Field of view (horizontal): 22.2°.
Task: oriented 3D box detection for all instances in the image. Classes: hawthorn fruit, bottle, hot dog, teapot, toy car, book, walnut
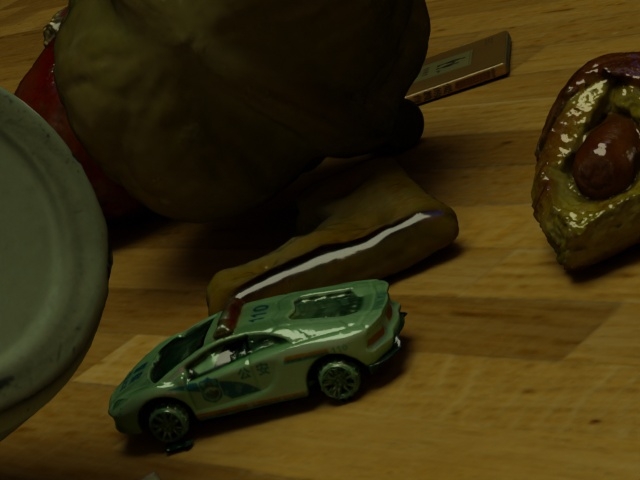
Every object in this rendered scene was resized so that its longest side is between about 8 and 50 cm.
[{"bbox_3d":[-0.185,-0.081,1.373,0.181,0.181,0.235,-11,34,30],"label":"hawthorn fruit"},{"bbox_3d":[-0.278,0.071,0.906,0.229,0.229,0.351,-38,0,-40],"label":"bottle"},{"bbox_3d":[0.199,-0.075,1.009,0.123,0.093,0.261,-10,22,30],"label":"hot dog"},{"bbox_3d":[0.043,-0.099,1.337,0.042,0.043,0.110,-27,17,-17],"label":"teapot"},{"bbox_3d":[-0.042,0.066,0.943,0.186,0.058,0.093,-16,21,15],"label":"toy car"},{"bbox_3d":[0.086,-0.142,1.452,0.172,0.012,0.118,-17,19,14],"label":"book"},{"bbox_3d":[-0.055,-0.161,1.195,0.282,0.253,0.277,-24,6,17],"label":"walnut"}]

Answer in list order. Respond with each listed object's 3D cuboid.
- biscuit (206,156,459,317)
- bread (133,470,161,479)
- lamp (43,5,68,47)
[{"bbox_3d":[0.000,0.000,1.114,0.174,0.039,0.183,-24,18,0],"label":"biscuit"},{"bbox_3d":[-0.109,0.151,0.814,0.083,0.035,0.070,-21,19,-6],"label":"bread"},{"bbox_3d":[-0.167,-0.193,1.637,0.177,0.177,0.274,-9,23,33],"label":"lamp"}]
